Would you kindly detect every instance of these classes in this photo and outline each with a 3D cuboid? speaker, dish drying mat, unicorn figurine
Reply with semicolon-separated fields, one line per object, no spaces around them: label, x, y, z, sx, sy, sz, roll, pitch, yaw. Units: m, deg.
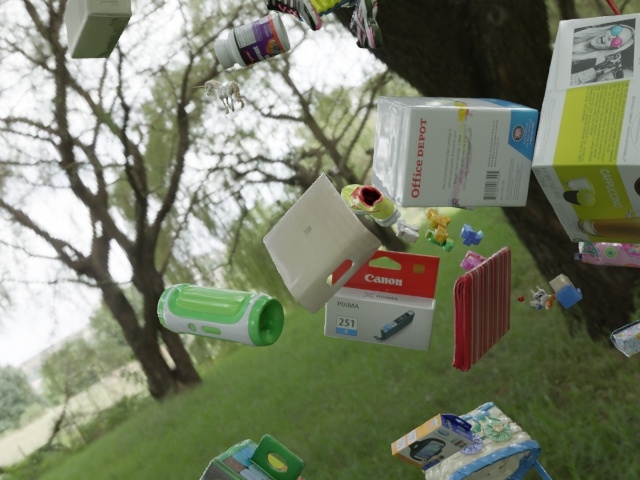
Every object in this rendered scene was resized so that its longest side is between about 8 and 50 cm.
speaker;-0.237;0.173;1.855;0.296;0.131;0.131;5;20;31
dish drying mat;0.561;-0.471;1.538;0.008;0.083;0.032;-27;44;34
unicorn figurine;-0.280;-0.426;2.302;0.161;0.111;0.060;-13;14;40

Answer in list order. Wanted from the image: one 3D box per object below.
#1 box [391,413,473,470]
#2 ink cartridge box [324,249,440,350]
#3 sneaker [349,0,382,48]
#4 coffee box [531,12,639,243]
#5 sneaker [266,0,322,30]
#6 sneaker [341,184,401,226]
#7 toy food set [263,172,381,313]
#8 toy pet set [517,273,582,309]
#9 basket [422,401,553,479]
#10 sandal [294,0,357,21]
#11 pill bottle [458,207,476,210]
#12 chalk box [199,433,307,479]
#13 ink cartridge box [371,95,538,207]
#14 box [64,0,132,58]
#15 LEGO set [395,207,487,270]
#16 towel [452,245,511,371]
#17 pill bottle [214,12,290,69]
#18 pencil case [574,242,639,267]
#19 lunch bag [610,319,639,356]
box;0.198;0.348;1.363;0.136;0.081;0.028;-41;30;33
ink cartridge box;0.165;0.156;2.142;0.296;0.261;0.066;7;26;8
sneaker;0.112;-0.611;2.166;0.077;0.178;0.072;-7;2;33
coffee box;0.649;-0.211;1.558;0.334;0.338;0.337;3;-23;33
sneaker;-0.066;-0.468;1.556;0.074;0.170;0.063;-41;-8;6
sneaker;0.118;-0.111;2.014;0.081;0.094;0.208;-49;40;-12
toy food set;0.000;0.000;1.804;0.220;0.092;0.306;-47;35;10
toy pet set;0.513;0.133;1.727;0.114;0.065;0.122;-40;-33;23
basket;0.346;0.502;1.629;0.254;0.289;0.201;-17;-34;-23
sandal;0.064;-0.728;2.326;0.317;0.126;0.138;-23;-20;9
pill bottle;0.342;-0.117;2.001;0.120;0.067;0.067;14;35;43
chalk box;-0.131;0.488;1.429;0.289;0.180;0.179;-57;-14;6
ink cartridge box;0.264;-0.184;1.604;0.269;0.198;0.197;-1;17;-15
box;-0.481;-0.484;1.692;0.094;0.113;0.275;-7;-2;-25
LEGO set;0.282;-0.001;1.773;0.093;0.227;0.087;-68;3;-57
towel;0.337;0.135;1.625;0.031;0.199;0.274;7;16;31
pill bottle;-0.188;-0.539;2.159;0.193;0.108;0.108;-19;1;10
pencil case;0.792;0.005;1.979;0.284;0.124;0.124;5;17;26
lunch bag;0.672;0.208;1.702;0.071;0.053;0.083;-25;8;3
